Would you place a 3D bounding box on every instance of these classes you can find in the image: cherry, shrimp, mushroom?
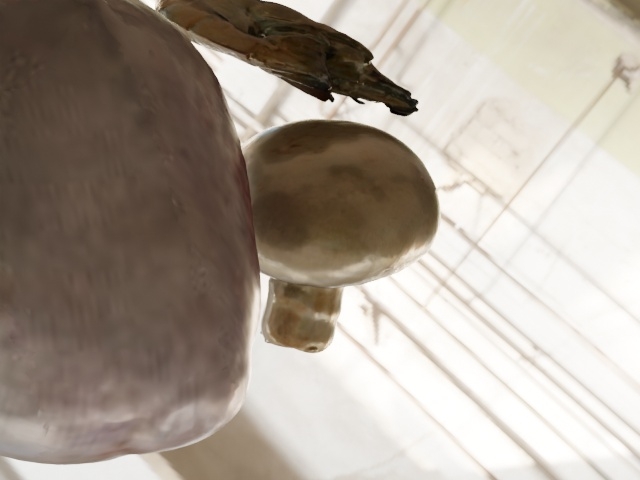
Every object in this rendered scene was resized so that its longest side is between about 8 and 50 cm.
[{"bbox_3d":[-0.195,-0.020,0.687,0.326,0.291,0.335,17,-129,-42],"label":"cherry"},{"bbox_3d":[-0.033,-0.175,0.949,0.254,0.059,0.145,27,-162,12],"label":"shrimp"},{"bbox_3d":[0.011,-0.009,0.937,0.206,0.206,0.209,-22,-83,-70],"label":"mushroom"}]
